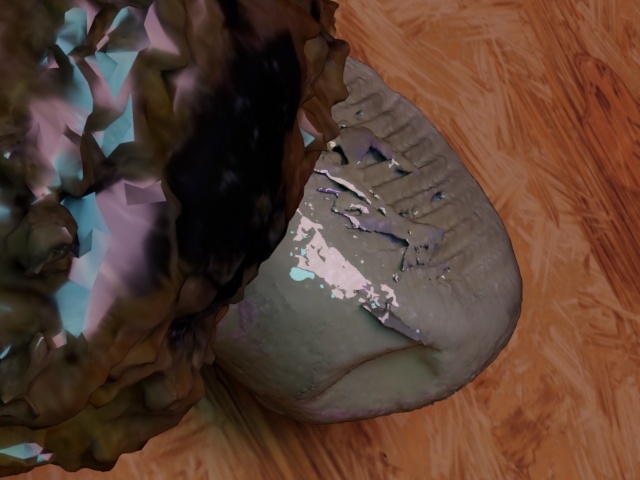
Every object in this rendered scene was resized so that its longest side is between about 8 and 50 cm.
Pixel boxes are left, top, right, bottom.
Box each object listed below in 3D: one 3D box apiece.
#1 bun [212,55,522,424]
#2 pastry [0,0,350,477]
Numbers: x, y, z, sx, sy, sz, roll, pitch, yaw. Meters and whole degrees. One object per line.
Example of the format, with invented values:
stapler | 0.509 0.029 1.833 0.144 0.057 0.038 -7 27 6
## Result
bun | -0.004 -0.002 1.059 0.273 0.168 0.273 32 33 -25
pastry | -0.155 -0.076 0.799 0.292 0.337 0.405 73 3 -56
